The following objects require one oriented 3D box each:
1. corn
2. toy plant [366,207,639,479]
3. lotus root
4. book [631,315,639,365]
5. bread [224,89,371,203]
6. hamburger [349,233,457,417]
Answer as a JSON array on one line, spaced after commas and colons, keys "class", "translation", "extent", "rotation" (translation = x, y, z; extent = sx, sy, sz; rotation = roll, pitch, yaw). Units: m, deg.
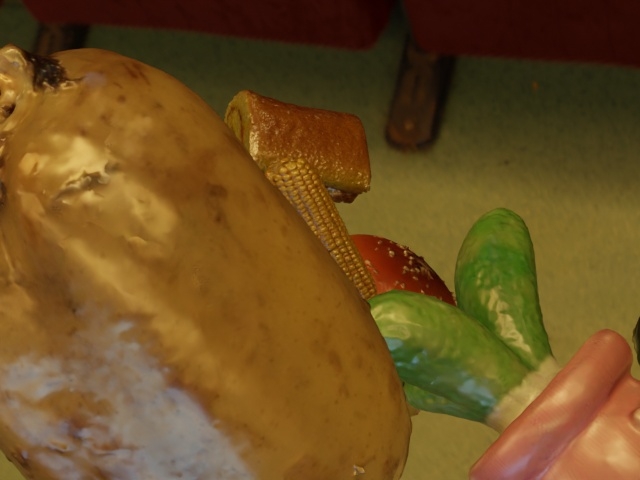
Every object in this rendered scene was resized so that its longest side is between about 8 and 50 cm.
[{"class": "corn", "translation": [0.000, 0.000, 1.505], "extent": [0.068, 0.068, 0.207], "rotation": [-28, 105, 3]}, {"class": "toy plant", "translation": [0.224, 0.151, 1.371], "extent": [0.356, 0.210, 0.317], "rotation": [40, 39, 16]}, {"class": "lotus root", "translation": [-0.063, 0.048, 0.568], "extent": [0.160, 0.284, 0.146], "rotation": [-17, 31, 38]}, {"class": "book", "translation": [0.245, 0.059, 0.578], "extent": [0.043, 0.260, 0.371], "rotation": [20, 31, -12]}, {"class": "bread", "translation": [-0.032, -0.113, 1.698], "extent": [0.172, 0.103, 0.132], "rotation": [8, 57, -25]}, {"class": "hamburger", "translation": [0.081, 0.098, 1.678], "extent": [0.170, 0.246, 0.246], "rotation": [-50, 62, 15]}]
